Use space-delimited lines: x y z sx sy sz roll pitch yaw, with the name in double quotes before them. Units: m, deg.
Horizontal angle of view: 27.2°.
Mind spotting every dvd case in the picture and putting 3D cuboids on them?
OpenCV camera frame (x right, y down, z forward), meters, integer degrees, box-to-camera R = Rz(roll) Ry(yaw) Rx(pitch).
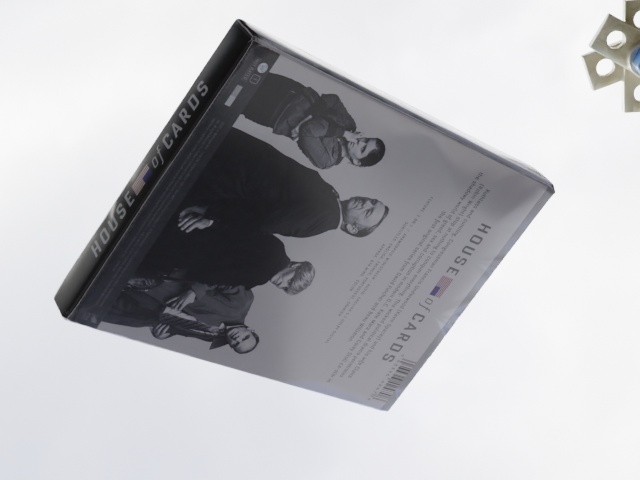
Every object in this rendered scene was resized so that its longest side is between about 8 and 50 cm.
"dvd case" 0.000 0.000 0.727 0.179 0.238 0.029 -54 -137 17

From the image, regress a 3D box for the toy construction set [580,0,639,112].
"toy construction set" 0.346 -0.111 1.075 0.215 0.151 0.328 -37 -151 11
